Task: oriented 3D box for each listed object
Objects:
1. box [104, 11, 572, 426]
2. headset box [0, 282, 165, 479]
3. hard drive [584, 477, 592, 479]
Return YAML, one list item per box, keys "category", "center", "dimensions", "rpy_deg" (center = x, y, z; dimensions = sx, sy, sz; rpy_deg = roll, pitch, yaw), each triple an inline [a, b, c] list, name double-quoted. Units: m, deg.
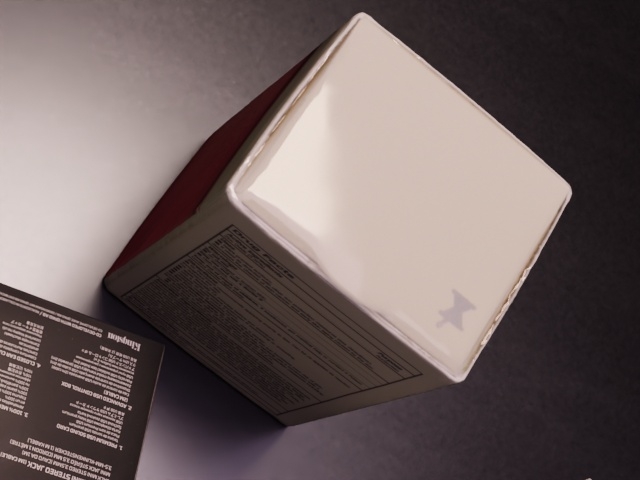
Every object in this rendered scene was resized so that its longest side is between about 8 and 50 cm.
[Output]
- category: "box"
  center: [0.000, 0.000, 0.846]
  dimensions: [0.149, 0.232, 0.126]
  rpy_deg: [39, 66, -11]
- category: "headset box"
  center: [-0.219, 0.159, 0.749]
  dimensions: [0.218, 0.110, 0.293]
  rpy_deg: [23, 63, -27]
- category: "hard drive"
  center: [0.030, 0.269, 0.838]
  dimensions: [0.308, 0.040, 0.203]
  rpy_deg: [-20, 126, -26]
